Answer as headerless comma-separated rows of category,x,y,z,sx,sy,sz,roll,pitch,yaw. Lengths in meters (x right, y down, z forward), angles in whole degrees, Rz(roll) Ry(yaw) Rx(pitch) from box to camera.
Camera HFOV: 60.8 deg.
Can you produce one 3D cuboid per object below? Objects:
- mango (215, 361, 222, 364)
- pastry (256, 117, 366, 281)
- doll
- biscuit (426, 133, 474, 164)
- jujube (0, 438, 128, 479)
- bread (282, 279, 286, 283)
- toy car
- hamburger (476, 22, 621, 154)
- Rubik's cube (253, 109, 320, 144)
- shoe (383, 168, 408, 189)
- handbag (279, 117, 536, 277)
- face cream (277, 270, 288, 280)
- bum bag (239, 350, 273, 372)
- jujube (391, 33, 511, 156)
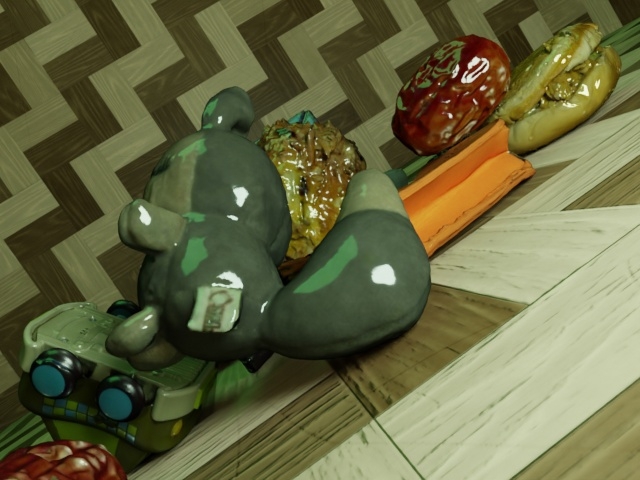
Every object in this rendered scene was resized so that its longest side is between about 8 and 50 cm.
mango,-0.177,0.163,1.027,0.232,0.111,0.125,-33,10,-7
pastry,-0.026,-0.110,1.253,0.292,0.338,0.405,5,21,14
doll,-0.065,-0.003,0.711,0.252,0.378,0.382,100,177,-52
biscuit,0.431,-0.280,1.770,0.194,0.053,0.194,-32,6,4
jujube,-0.245,0.252,0.450,0.155,0.155,0.230,-33,-3,0
bread,-0.149,0.119,1.573,0.132,0.053,0.074,-28,3,44
toy car,-0.284,0.213,0.745,0.204,0.247,0.198,-61,-10,-73
hamburger,0.468,-0.309,1.146,0.284,0.174,0.304,-32,4,46
Rubik's cube,-0.060,-0.158,1.660,0.307,0.305,0.310,-32,-26,1
shoe,0.208,-0.173,1.881,0.251,0.103,0.100,-31,3,-43
handbag,0.145,-0.035,0.944,0.410,0.116,0.303,-35,2,-24
face cream,-0.025,0.014,1.508,0.264,0.083,0.149,-29,-22,-25
bum bag,-0.114,0.112,0.849,0.026,0.159,0.109,-23,8,36
jujube,0.251,-0.279,1.064,0.250,0.174,0.174,-51,1,13
